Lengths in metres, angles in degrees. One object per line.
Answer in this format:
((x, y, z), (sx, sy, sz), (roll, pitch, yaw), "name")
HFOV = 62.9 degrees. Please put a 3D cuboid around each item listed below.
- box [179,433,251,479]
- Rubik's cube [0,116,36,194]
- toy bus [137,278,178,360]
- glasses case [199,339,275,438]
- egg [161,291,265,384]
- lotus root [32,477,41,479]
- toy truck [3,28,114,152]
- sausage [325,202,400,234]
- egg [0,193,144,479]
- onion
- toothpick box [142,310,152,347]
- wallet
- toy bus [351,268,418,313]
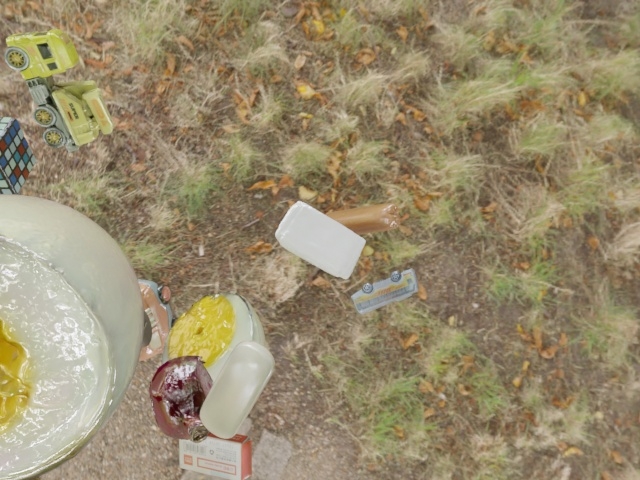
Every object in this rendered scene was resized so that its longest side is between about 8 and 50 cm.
((-0.317, 0.637, 1.570), (0.050, 0.230, 0.122), (-16, 107, -69), "box")
((-1.025, -0.259, 1.610), (0.187, 0.182, 0.184), (2, 46, 1), "Rubik's cube")
((-0.619, 0.282, 1.774), (0.194, 0.232, 0.287), (-7, 108, 14), "toy bus")
((-0.144, 0.257, 0.897), (0.081, 0.051, 0.204), (34, 113, 7), "glasses case")
((-0.275, 0.322, 1.513), (0.201, 0.337, 0.336), (37, 69, -49), "egg")
((-0.518, 0.404, 0.795), (0.146, 0.284, 0.160), (58, 48, -28), "lotus root")
((-0.598, -0.352, 1.221), (0.157, 0.124, 0.272), (-17, 120, -7), "toy truck")
((0.124, -0.062, 1.647), (0.086, 0.289, 0.086), (9, 78, -49), "sausage")
((-0.424, 0.100, 0.746), (0.355, 0.340, 0.354), (-2, 107, -7), "egg")
((-0.289, 0.365, 1.131), (0.140, 0.218, 0.195), (-15, 118, -11), "onion")
((-0.535, 0.240, 1.334), (0.181, 0.111, 0.111), (-16, 96, 8), "toothpick box")
((0.000, 0.000, 1.115), (0.183, 0.032, 0.124), (30, 56, -1), "wallet")
((0.182, 0.143, 1.465), (0.191, 0.064, 0.075), (-24, 70, 13), "toy bus")
